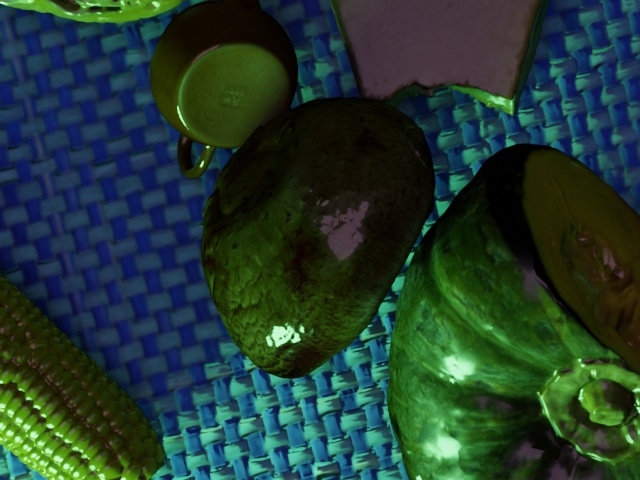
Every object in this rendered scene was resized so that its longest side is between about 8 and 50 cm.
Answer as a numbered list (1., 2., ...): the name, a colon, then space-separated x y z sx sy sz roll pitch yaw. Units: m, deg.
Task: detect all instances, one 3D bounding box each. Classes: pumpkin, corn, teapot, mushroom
1. pumpkin: 0.170 0.105 1.381 0.232 0.242 0.325 -37 91 35
2. corn: -0.245 0.086 1.475 0.305 0.106 0.106 38 95 5
3. teapot: -0.077 -0.127 1.456 0.116 0.116 0.173 23 114 8
4. mushroom: -0.012 -0.009 1.371 0.138 0.231 0.194 40 64 -6

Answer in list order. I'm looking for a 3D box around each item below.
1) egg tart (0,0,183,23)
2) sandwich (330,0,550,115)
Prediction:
1. egg tart: -0.173 -0.294 1.438 0.288 0.118 0.288 1 109 4
2. sandwich: 0.057 -0.188 1.428 0.220 0.108 0.186 19 92 6
